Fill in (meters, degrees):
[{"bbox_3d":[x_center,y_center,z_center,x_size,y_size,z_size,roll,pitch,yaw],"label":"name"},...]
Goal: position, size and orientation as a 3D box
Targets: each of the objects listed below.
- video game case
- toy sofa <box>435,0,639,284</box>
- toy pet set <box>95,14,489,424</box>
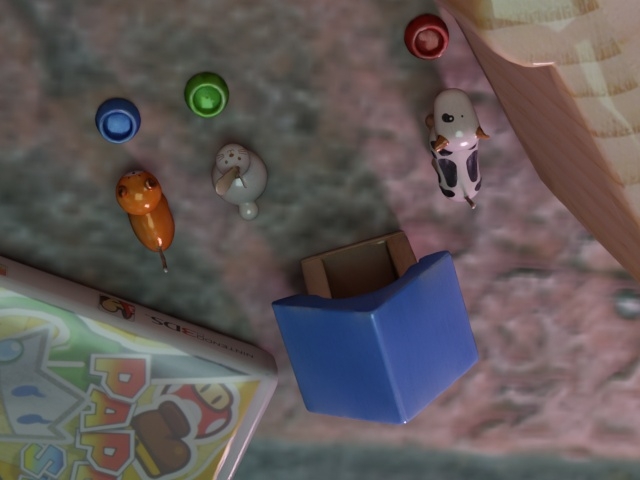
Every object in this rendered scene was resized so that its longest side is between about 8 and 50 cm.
[{"bbox_3d":[-0.153,0.106,0.579,0.206,0.026,0.227,21,108,-14],"label":"video game case"},{"bbox_3d":[0.189,-0.151,0.440,0.363,0.150,0.177,-32,111,3],"label":"toy sofa"},{"bbox_3d":[0.000,0.000,0.533,0.122,0.065,0.114,-16,112,1],"label":"toy pet set"}]
